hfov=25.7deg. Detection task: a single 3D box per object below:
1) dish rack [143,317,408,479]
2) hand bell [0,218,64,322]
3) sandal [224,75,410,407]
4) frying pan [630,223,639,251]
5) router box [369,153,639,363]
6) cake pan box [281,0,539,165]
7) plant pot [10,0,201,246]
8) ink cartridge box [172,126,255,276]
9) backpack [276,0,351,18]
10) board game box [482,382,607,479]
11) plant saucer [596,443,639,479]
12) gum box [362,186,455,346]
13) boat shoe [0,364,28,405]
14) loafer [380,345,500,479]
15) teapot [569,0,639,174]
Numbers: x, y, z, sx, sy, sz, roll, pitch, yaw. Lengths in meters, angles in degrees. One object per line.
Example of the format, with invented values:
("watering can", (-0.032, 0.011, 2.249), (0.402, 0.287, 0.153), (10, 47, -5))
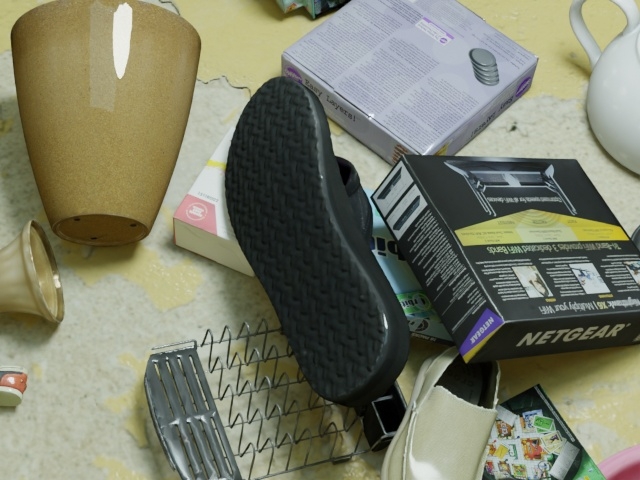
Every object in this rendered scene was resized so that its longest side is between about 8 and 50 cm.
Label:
("dish rack", (-0.057, 0.170, 1.588), (0.271, 0.074, 0.208), (-11, 56, -21))
("hand bell", (-0.435, 0.067, 1.644), (0.242, 0.126, 0.126), (-15, 58, 2))
("sandal", (-0.001, 0.002, 1.613), (0.107, 0.167, 0.446), (22, 39, -44))
("frying pan", (0.536, 0.003, 1.774), (0.326, 0.053, 0.197), (-27, 63, -17))
("router box", (0.240, 0.015, 1.644), (0.308, 0.081, 0.243), (-1, 51, -39))
("cake pan box", (0.114, -0.233, 1.888), (0.267, 0.070, 0.245), (37, 59, 19))
("plant pot", (-0.263, -0.130, 1.718), (0.237, 0.237, 0.254), (-1, 71, -5))
("ink cartridge box", (-0.089, -0.065, 1.759), (0.115, 0.067, 0.198), (22, 58, 10))
("backpack", (-0.024, -0.418, 1.928), (0.144, 0.188, 0.166), (-17, 60, -15))
("board game box", (0.234, 0.270, 1.502), (0.136, 0.030, 0.260), (-26, 37, -2))
("plant saucer", (0.398, 0.376, 1.488), (0.332, 0.084, 0.332), (1, 56, -2))
("gum box", (0.100, 0.030, 1.682), (0.156, 0.041, 0.184), (16, 47, -19))
("boat shoe", (-0.403, 0.157, 1.600), (0.137, 0.049, 0.043), (7, 53, -2))
("loafer", (0.135, 0.207, 1.510), (0.101, 0.092, 0.269), (24, 44, -9))
("teapot", (0.472, -0.214, 1.828), (0.255, 0.187, 0.253), (-6, 56, -7))
